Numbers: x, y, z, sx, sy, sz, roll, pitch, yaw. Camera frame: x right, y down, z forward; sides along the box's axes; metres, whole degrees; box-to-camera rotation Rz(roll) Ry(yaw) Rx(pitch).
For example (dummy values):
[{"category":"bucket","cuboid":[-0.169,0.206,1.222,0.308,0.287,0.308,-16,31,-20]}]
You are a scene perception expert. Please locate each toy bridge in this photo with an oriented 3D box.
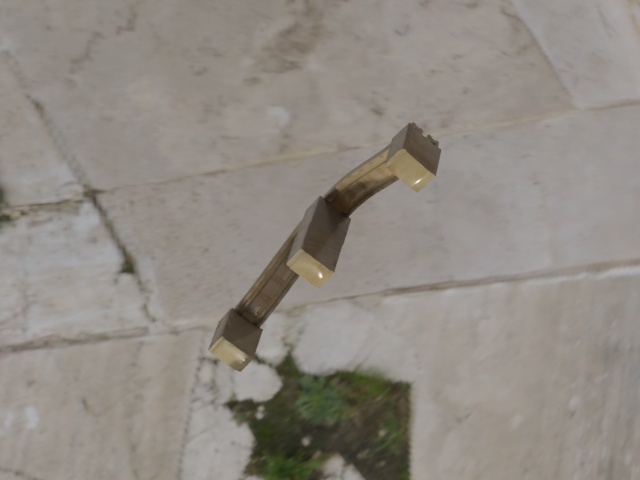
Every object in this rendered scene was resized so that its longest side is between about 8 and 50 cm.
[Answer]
[{"category":"toy bridge","cuboid":[0.000,0.000,0.817,0.026,0.063,0.188,36,123,-13]}]
